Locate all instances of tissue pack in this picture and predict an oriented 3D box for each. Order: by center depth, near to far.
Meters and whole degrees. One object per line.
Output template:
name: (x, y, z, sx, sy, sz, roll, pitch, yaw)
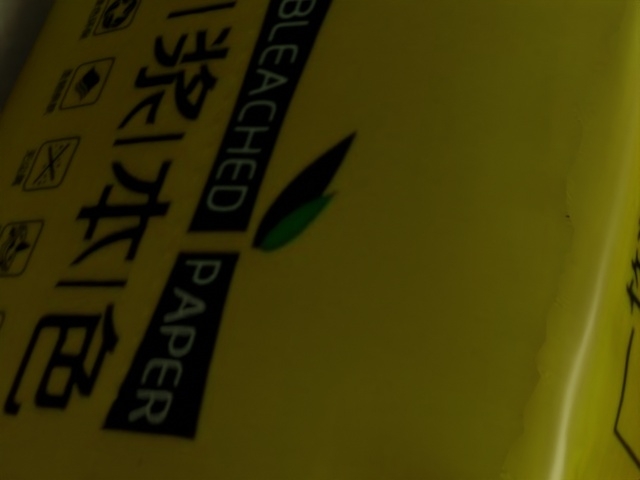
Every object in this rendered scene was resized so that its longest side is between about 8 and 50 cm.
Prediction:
tissue pack: (0.016, 0.021, 0.496, 0.228, 0.293, 0.382, 46, 54, -43)
